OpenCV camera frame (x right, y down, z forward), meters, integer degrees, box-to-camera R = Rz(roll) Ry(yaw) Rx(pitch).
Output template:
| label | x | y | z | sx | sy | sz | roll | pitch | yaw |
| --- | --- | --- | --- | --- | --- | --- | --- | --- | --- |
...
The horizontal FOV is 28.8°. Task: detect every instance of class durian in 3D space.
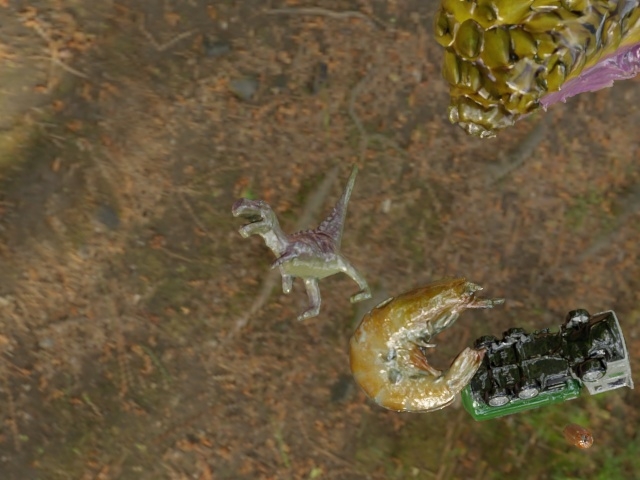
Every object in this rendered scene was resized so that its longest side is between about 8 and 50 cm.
| label | x | y | z | sx | sy | sz | roll | pitch | yaw |
| --- | --- | --- | --- | --- | --- | --- | --- | --- | --- |
| durian | 0.187 | -0.180 | 0.773 | 0.341 | 0.112 | 0.191 | -20 | 108 | -42 |

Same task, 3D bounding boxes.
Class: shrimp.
| label | x | y | z | sx | sy | sz | roll | pitch | yaw |
| --- | --- | --- | --- | --- | --- | --- | --- | --- | --- |
| shrimp | 0.118 | 0.111 | 1.345 | 0.132 | 0.187 | 0.052 | 59 | 21 | 9 |

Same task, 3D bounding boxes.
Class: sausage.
| label | x | y | z | sx | sy | sz | roll | pitch | yaw |
| --- | --- | --- | --- | --- | --- | --- | --- | --- | --- |
| sausage | 0.397 | 0.300 | 1.910 | 0.031 | 0.107 | 0.031 | 0 | 88 | 1 |

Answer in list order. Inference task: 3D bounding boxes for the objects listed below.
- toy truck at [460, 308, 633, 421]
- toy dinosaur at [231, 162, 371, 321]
| label | x | y | z | sx | sy | sz | roll | pitch | yaw |
| --- | --- | --- | --- | --- | --- | --- | --- | --- | --- |
| toy truck | 0.310 | 0.183 | 1.744 | 0.125 | 0.243 | 0.101 | 57 | 20 | -52 |
| toy dinosaur | 0.002 | -0.001 | 1.692 | 0.251 | 0.072 | 0.199 | -17 | 81 | -33 |
